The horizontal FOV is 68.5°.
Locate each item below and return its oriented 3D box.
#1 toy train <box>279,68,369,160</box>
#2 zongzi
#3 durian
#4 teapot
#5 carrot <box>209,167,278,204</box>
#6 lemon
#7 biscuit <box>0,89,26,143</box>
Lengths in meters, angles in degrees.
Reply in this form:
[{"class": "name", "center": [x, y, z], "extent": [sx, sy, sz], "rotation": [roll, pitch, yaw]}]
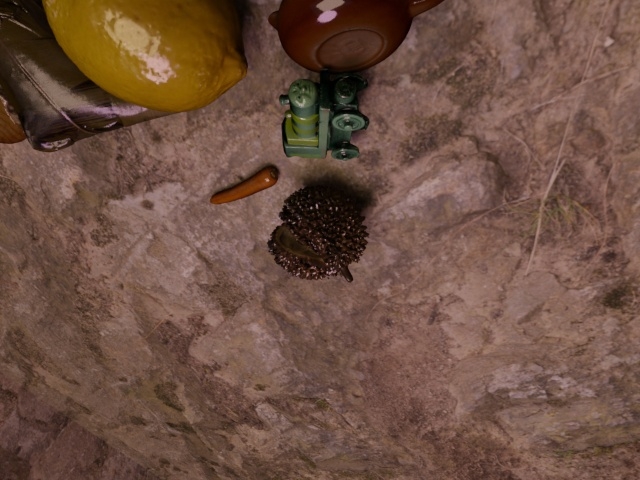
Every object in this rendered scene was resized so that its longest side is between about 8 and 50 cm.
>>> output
[{"class": "toy train", "center": [0.002, -0.183, 0.714], "extent": [0.132, 0.083, 0.200], "rotation": [1, 166, -1]}, {"class": "zongzi", "center": [-0.410, -0.316, 0.801], "extent": [0.300, 0.145, 0.273], "rotation": [-11, 120, 8]}, {"class": "durian", "center": [0.000, 0.000, 0.864], "extent": [0.196, 0.167, 0.196], "rotation": [41, 148, 33]}, {"class": "teapot", "center": [0.047, -0.313, 0.612], "extent": [0.252, 0.178, 0.135], "rotation": [-15, 83, 20]}, {"class": "carrot", "center": [-0.158, -0.099, 0.935], "extent": [0.190, 0.037, 0.037], "rotation": [-19, 120, 34]}, {"class": "lemon", "center": [-0.241, -0.305, 0.660], "extent": [0.236, 0.236, 0.263], "rotation": [-29, 97, 37]}, {"class": "biscuit", "center": [-0.724, -0.297, 0.987], "extent": [0.176, 0.031, 0.228], "rotation": [-16, 120, 31]}]
